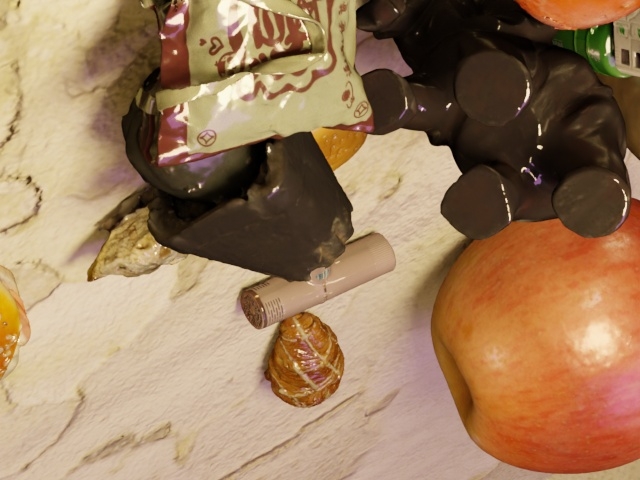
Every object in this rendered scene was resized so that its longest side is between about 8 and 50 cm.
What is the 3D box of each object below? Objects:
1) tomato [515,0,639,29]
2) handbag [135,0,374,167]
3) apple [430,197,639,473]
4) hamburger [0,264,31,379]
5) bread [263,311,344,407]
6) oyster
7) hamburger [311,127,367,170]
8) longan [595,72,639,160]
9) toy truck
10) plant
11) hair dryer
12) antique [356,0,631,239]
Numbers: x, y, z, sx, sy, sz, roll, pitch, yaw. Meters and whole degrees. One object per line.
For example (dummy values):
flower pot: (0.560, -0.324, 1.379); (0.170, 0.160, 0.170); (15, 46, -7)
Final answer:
tomato: (0.241, -0.303, 1.828); (0.208, 0.208, 0.184); (-9, 148, -45)
handbag: (-0.056, -0.183, 1.753); (0.235, 0.127, 0.213); (-12, 110, -31)
apple: (0.314, 0.122, 2.573); (0.364, 0.364, 0.364); (-28, 156, -14)
hamburger: (-0.380, 0.081, 1.823); (0.236, 0.147, 0.237); (-27, 152, -16)
bread: (-0.017, 0.164, 2.551); (0.105, 0.076, 0.233); (-32, 155, -10)
oyster: (-0.136, -0.019, 2.049); (0.209, 0.072, 0.133); (-13, 152, -44)
hamburger: (-0.018, -0.113, 2.009); (0.147, 0.083, 0.138); (-29, 152, -19)
longan: (0.454, -0.206, 2.176); (0.319, 0.319, 0.319); (-28, 156, -14)
toy truck: (0.284, -0.230, 2.010); (0.101, 0.242, 0.125); (-18, 115, -33)
plant: (-0.079, -0.060, 1.876); (0.164, 0.142, 0.256); (-25, 132, 33)
hair dryer: (0.010, -0.006, 2.307); (0.195, 0.054, 0.220); (-23, 148, -27)
antique: (0.169, -0.128, 1.932); (0.185, 0.322, 0.255); (-45, -178, 25)
